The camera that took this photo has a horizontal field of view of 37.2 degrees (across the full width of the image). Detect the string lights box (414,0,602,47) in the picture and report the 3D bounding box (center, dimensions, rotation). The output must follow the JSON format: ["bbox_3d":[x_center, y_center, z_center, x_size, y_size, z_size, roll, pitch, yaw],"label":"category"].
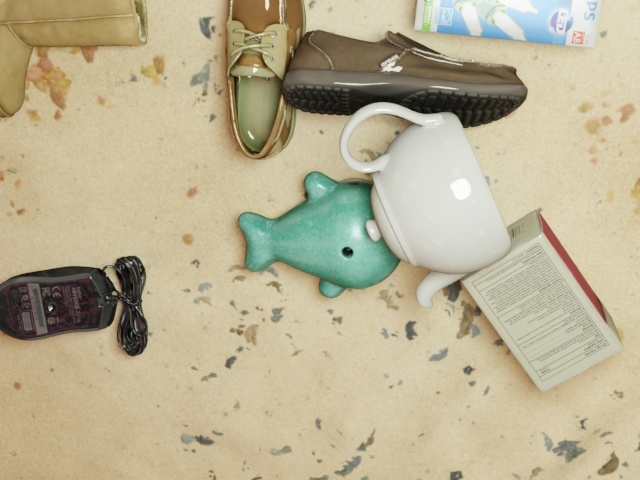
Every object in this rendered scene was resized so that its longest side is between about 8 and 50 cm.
[{"bbox_3d":[0.273,-0.361,1.376,0.259,0.077,0.133,7,109,6],"label":"string lights box"}]

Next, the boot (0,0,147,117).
[{"bbox_3d":[-0.406,-0.313,1.495,0.269,0.089,0.236,-3,118,5],"label":"boot"}]

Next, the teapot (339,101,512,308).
[{"bbox_3d":[0.151,-0.055,1.380,0.187,0.252,0.256,-23,74,9],"label":"teapot"}]

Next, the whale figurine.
[{"bbox_3d":[0.000,0.000,1.513,0.272,0.141,0.216,-4,109,8],"label":"whale figurine"}]

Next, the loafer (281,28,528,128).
[{"bbox_3d":[0.128,-0.255,1.404,0.366,0.134,0.130,5,74,-6],"label":"loafer"}]

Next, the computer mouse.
[{"bbox_3d":[-0.438,0.111,1.668,0.272,0.072,0.188,-1,108,-4],"label":"computer mouse"}]

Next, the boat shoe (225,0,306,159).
[{"bbox_3d":[-0.087,-0.276,1.440,0.122,0.120,0.324,0,110,8],"label":"boat shoe"}]

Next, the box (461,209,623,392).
[{"bbox_3d":[0.347,0.094,1.503,0.148,0.127,0.232,-33,102,18],"label":"box"}]
